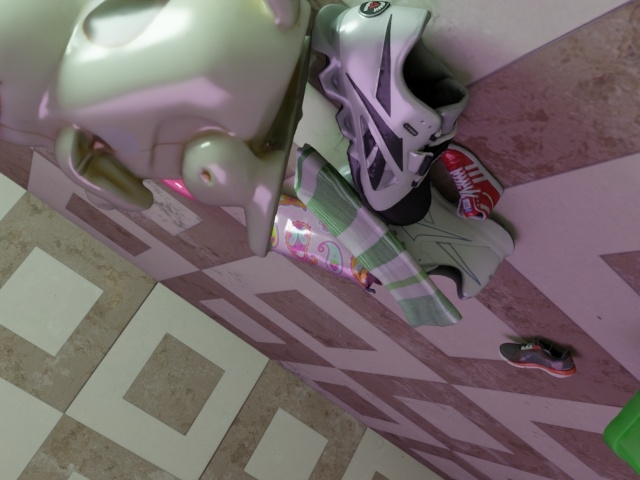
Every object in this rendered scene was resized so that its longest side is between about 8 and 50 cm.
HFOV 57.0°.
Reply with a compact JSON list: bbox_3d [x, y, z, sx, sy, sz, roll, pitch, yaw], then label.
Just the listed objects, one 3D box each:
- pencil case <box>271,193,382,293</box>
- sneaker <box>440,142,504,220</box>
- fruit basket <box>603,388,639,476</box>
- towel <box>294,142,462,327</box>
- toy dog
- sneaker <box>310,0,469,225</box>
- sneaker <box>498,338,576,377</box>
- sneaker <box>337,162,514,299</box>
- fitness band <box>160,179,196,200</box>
[{"bbox_3d":[0.000,0.000,1.151,0.284,0.124,0.124,22,157,16],"label":"pencil case"},{"bbox_3d":[0.195,-0.076,0.802,0.118,0.067,0.042,38,158,-15],"label":"sneaker"},{"bbox_3d":[0.637,0.307,0.896,0.392,0.283,0.392,23,-157,-11],"label":"fruit basket"},{"bbox_3d":[0.071,0.004,0.914,0.325,0.038,0.248,50,172,5],"label":"towel"},{"bbox_3d":[-0.228,-0.179,0.664,0.408,0.284,0.395,10,160,-1],"label":"toy dog"},{"bbox_3d":[0.111,-0.130,0.714,0.146,0.122,0.330,6,146,30],"label":"sneaker"},{"bbox_3d":[0.430,0.218,1.173,0.158,0.061,0.064,8,122,43],"label":"sneaker"},{"bbox_3d":[0.145,-0.021,0.901,0.297,0.129,0.111,30,166,7],"label":"sneaker"},{"bbox_3d":[-0.348,-0.192,1.282,0.209,0.054,0.291,4,145,49],"label":"fitness band"}]
